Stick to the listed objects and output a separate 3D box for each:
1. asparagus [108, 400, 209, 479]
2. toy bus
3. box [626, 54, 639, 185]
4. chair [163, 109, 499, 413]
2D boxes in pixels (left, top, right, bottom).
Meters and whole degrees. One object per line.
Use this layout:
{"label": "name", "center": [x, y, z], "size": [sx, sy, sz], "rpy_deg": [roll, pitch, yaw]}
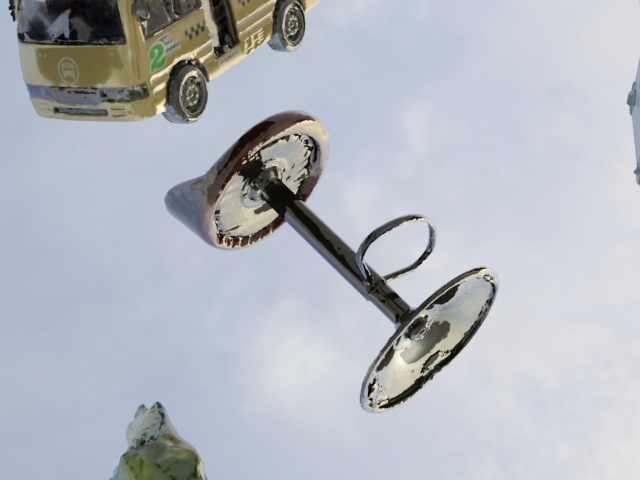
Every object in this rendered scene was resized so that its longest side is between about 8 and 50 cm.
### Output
{"label": "asparagus", "center": [-0.070, 0.220, 0.717], "size": [0.085, 0.082, 0.343], "rpy_deg": [14, -148, -45]}
{"label": "toy bus", "center": [-0.161, -0.263, 1.227], "size": [0.365, 0.177, 0.201], "rpy_deg": [-46, -46, -48]}
{"label": "box", "center": [0.501, -0.202, 1.485], "size": [0.178, 0.252, 0.328], "rpy_deg": [7, -150, 11]}
{"label": "chair", "center": [0.000, 0.000, 1.411], "size": [0.226, 0.226, 0.401], "rpy_deg": [-34, -119, -26]}
